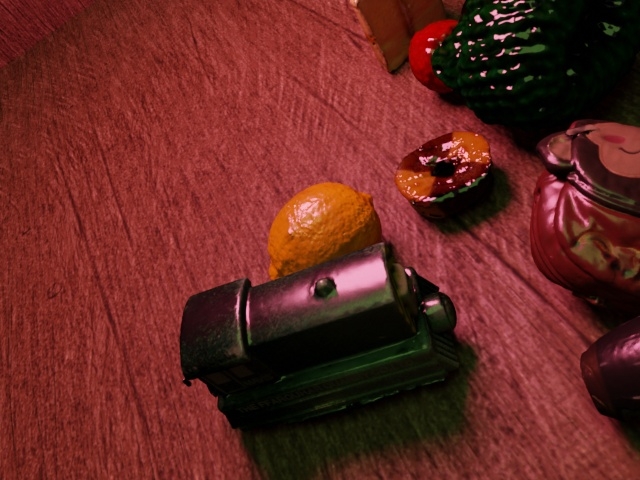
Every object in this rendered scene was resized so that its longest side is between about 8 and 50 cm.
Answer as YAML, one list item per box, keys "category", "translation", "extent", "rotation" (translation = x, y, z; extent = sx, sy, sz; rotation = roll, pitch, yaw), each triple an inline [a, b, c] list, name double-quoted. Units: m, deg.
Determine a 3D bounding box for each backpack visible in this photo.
- category: "backpack"
  translation: [0.329, -0.021, 0.617]
  extent: [0.229, 0.139, 0.229]
  rotation: [-4, 56, 6]

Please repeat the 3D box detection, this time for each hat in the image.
- category: "hat"
  translation: [0.256, -0.298, 0.822]
  extent: [0.274, 0.242, 0.332]
  rotation: [-40, 31, -21]

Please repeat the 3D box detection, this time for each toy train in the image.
- category: "toy train"
  translation: [-0.010, 0.114, 0.674]
  extent: [0.330, 0.178, 0.139]
  rotation: [-20, 47, 17]

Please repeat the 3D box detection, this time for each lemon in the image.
- category: "lemon"
  translation: [0.000, 0.000, 0.785]
  extent: [0.187, 0.142, 0.142]
  rotation: [-43, 45, 2]

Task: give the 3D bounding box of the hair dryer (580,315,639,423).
- category: "hair dryer"
  translation: [0.389, 0.199, 0.433]
  extent: [0.303, 0.120, 0.360]
  rotation: [-17, 60, 28]

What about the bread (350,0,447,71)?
- category: "bread"
  translation: [0.088, -0.452, 1.083]
  extent: [0.163, 0.168, 0.264]
  rotation: [-42, 42, -5]

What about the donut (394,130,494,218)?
- category: "donut"
  translation: [0.177, -0.089, 0.808]
  extent: [0.140, 0.059, 0.141]
  rotation: [-16, 49, 20]
